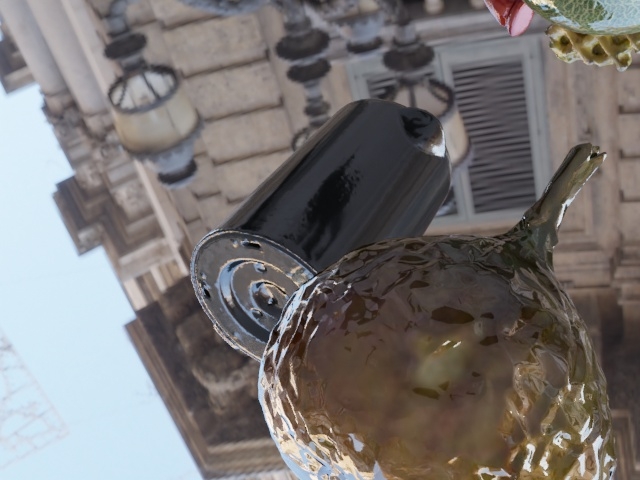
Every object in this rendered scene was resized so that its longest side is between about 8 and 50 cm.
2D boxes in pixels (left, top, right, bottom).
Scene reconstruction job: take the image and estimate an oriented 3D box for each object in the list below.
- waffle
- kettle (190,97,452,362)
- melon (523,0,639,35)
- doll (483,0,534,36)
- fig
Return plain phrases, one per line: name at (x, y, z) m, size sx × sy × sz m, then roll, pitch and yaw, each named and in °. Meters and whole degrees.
waffle at (0.386, -0.379, 1.542) m, size 0.291 × 0.291 × 0.051 m, roll 23°, pitch -143°, yaw 35°
kettle at (0.013, 0.004, 1.258) m, size 0.203 × 0.262 × 0.308 m, roll 25°, pitch -133°, yaw 17°
melon at (0.196, -0.203, 0.680) m, size 0.192 × 0.139 × 0.139 m, roll -23°, pitch -137°, yaw -16°
doll at (0.160, -0.374, 1.119) m, size 0.188 × 0.099 × 0.384 m, roll -25°, pitch -121°, yaw -18°
fig at (0.139, 0.074, 0.842) m, size 0.286 × 0.286 × 0.368 m, roll 31°, pitch -107°, yaw 38°
